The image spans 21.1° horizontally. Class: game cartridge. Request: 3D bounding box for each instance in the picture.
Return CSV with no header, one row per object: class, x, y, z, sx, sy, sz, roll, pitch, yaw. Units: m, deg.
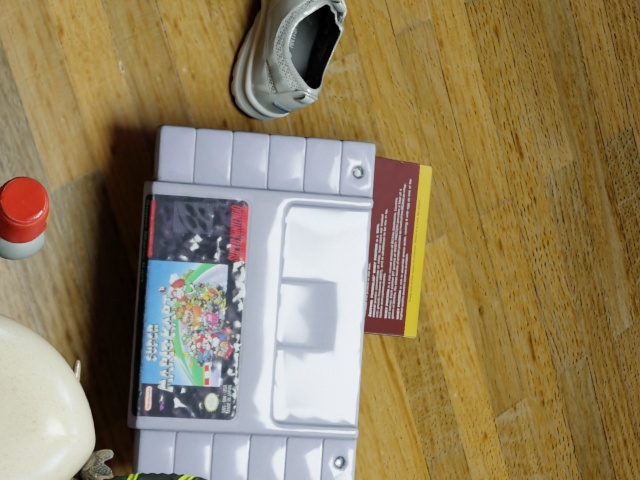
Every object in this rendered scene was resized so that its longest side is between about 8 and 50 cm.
game cartridge,-0.069,0.070,1.704,0.230,0.068,0.355,4,88,-17

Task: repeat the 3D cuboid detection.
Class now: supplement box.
supplement box,0.000,0.000,1.853,0.194,0.129,0.191,7,87,-41

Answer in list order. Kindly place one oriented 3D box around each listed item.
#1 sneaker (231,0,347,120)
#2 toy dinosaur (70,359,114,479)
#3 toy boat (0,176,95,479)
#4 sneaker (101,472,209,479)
sneaker,-0.004,-0.263,1.844,0.105,0.115,0.281,16,82,-41
toy dinosaur,-0.227,0.276,1.671,0.127,0.200,0.295,-19,76,2
toy boat,-0.316,0.094,1.566,0.267,0.148,0.318,21,75,-10
sneaker,-0.233,0.327,1.504,0.385,0.145,0.147,-23,112,-8
